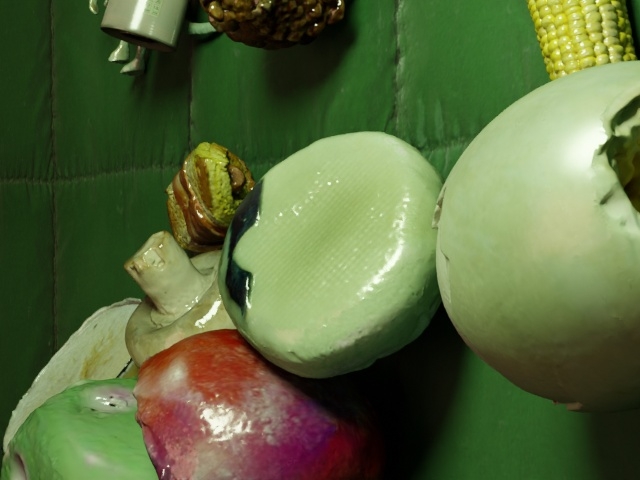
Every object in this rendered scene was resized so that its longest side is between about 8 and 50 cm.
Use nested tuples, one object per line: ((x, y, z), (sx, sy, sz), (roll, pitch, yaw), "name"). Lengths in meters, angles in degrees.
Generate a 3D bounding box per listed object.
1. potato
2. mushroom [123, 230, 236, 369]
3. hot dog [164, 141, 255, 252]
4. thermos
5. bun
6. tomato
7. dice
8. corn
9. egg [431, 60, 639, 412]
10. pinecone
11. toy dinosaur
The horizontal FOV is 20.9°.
((-0.269, 0.231, 2.390), (0.300, 0.196, 0.246), (-41, 27, 22), "potato")
((-0.165, 0.077, 2.169), (0.204, 0.204, 0.204), (1, 91, 59), "mushroom")
((-0.133, -0.058, 2.237), (0.261, 0.093, 0.123), (146, 111, -71), "hot dog")
((-0.199, -0.352, 2.304), (0.105, 0.137, 0.193), (53, -127, -82), "thermos")
((0.034, 0.028, 1.876), (0.283, 0.179, 0.283), (-17, 52, 23), "bun")
((-0.053, 0.198, 1.906), (0.176, 0.335, 0.289), (-42, 68, 21), "tomato")
((-0.212, 0.367, 2.144), (0.330, 0.318, 0.322), (42, 127, 52), "dice")
((0.233, -0.248, 1.623), (0.093, 0.093, 0.244), (-29, 65, 56), "corn")
((0.233, 0.006, 1.450), (0.336, 0.278, 0.278), (-42, 55, 56), "egg")
((-0.054, -0.301, 2.026), (0.195, 0.179, 0.150), (115, 163, -77), "pinecone")
((-0.252, -0.330, 2.442), (0.393, 0.092, 0.205), (21, 103, 60), "toy dinosaur")
